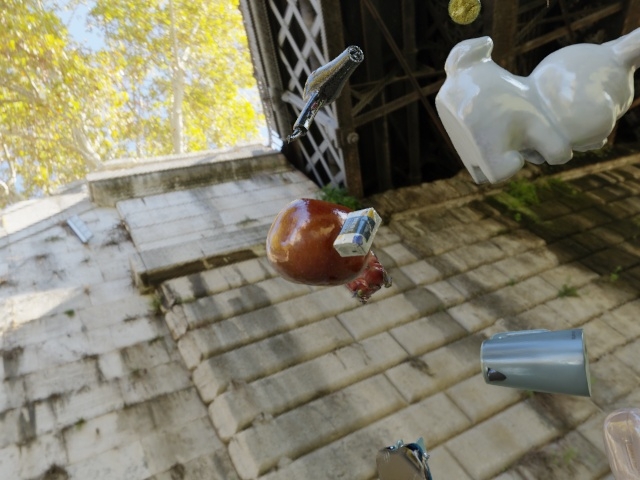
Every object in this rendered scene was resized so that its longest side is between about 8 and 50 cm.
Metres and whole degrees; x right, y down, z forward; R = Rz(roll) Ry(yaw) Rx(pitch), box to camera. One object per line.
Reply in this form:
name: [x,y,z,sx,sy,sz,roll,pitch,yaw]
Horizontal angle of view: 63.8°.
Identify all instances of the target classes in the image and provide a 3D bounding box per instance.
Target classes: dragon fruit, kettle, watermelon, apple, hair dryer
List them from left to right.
hair dryer: [-0.003,-0.330,1.248,0.091,0.235,0.272,32,-116,-18]
apple: [0.000,0.000,1.073,0.235,0.210,0.173,-24,-59,-76]
dragon fruit: [0.109,0.101,1.670,0.147,0.282,0.211,-32,-55,-9]
watermelon: [0.476,-0.770,1.689,0.106,0.105,0.062,75,-147,-42]
kettle: [0.541,0.288,1.300,0.211,0.243,0.160,-50,-54,-51]

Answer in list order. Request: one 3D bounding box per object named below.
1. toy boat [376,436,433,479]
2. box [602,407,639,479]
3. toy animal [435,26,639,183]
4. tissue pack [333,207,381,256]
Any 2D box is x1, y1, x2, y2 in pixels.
toy boat: [0.219,0.580,1.084,0.092,0.299,0.134,2,-21,-46]
box: [0.727,0.485,1.170,0.088,0.201,0.146,3,-22,-29]
toy animal: [0.381,-0.251,0.841,0.367,0.196,0.242,-19,-82,9]
tissue pack: [0.065,-0.014,0.914,0.042,0.062,0.083,48,-126,-29]
